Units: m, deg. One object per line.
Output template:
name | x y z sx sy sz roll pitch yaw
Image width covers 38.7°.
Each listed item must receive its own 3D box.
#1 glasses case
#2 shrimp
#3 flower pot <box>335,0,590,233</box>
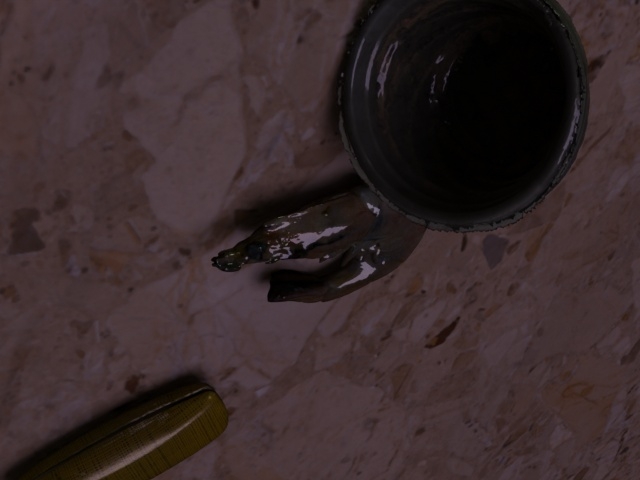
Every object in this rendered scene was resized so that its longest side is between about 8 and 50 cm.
glasses case | -0.205 0.219 0.926 0.234 0.064 0.079 -27 135 -14
shrimp | 0.000 0.011 0.918 0.254 0.059 0.145 -21 141 -26
flower pot | 0.144 -0.130 0.818 0.140 0.235 0.235 -18 136 -55
